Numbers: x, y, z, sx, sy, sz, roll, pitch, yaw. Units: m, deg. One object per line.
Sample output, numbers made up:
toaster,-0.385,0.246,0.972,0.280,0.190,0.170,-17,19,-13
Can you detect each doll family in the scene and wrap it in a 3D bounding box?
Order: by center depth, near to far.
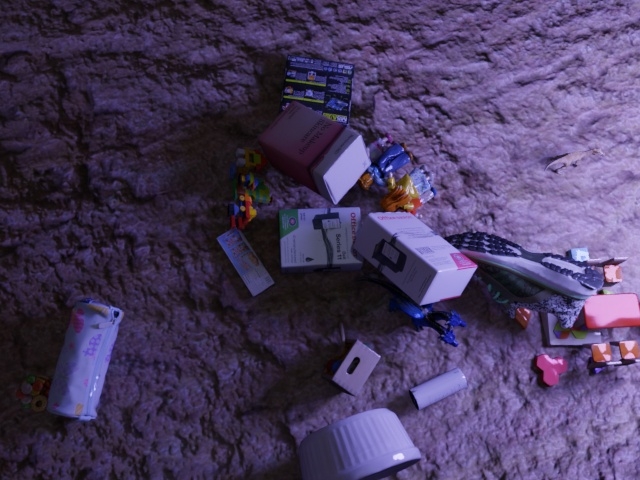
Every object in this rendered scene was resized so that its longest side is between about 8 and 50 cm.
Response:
doll family,0.178,-0.164,1.667,0.163,0.118,0.263,-37,81,-11

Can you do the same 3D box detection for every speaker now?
speaker,0.284,0.359,1.572,0.136,0.055,0.055,-23,78,-9

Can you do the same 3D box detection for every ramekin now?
ramekin,0.074,0.470,1.431,0.272,0.273,0.127,-19,65,-8

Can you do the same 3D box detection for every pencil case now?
pencil case,-0.543,0.277,1.510,0.124,0.113,0.273,7,75,21

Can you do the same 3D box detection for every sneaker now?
sneaker,0.456,0.105,1.591,0.410,0.158,0.182,19,112,23

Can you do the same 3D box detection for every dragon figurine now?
dragon figurine,0.223,0.149,1.576,0.289,0.144,0.085,39,76,7

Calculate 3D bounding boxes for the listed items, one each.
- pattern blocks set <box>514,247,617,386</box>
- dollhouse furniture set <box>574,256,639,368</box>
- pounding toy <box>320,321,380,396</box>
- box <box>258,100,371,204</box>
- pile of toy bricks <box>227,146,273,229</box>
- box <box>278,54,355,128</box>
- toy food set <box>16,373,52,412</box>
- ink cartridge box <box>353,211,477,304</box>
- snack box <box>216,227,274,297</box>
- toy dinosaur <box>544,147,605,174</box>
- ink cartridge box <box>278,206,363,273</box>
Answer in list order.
pattern blocks set,0.633,0.183,1.654,0.285,0.026,0.325,-14,77,-7
dollhouse furniture set,0.760,0.169,1.587,0.258,0.135,0.262,-3,76,-10
pounding toy,0.065,0.280,1.550,0.100,0.130,0.141,36,76,-7
box,-0.015,-0.223,1.626,0.232,0.127,0.149,32,74,30
pile of toy bricks,-0.170,-0.121,1.653,0.105,0.118,0.212,8,56,-23
box,-0.009,-0.400,1.757,0.190,0.045,0.184,7,78,-3
toy food set,-0.671,0.359,1.530,0.082,0.020,0.083,19,76,2
ink cartridge box,0.221,0.036,1.540,0.237,0.171,0.100,42,120,33
snack box,-0.189,0.052,1.638,0.064,0.022,0.178,-32,80,-10
toy dinosaur,0.654,-0.216,1.724,0.183,0.093,0.053,-16,77,-8
ink cartridge box,0.000,0.000,1.630,0.208,0.087,0.153,-3,76,-5
